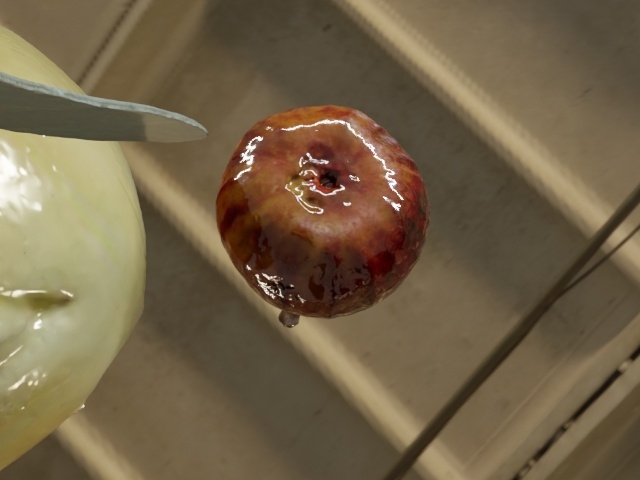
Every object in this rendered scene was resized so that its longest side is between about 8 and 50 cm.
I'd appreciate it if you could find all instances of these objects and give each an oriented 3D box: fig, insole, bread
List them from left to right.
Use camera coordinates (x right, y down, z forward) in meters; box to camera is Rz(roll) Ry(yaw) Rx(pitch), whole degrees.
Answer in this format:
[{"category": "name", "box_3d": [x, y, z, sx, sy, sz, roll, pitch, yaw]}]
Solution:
[{"category": "bread", "box_3d": [-0.288, 0.004, 0.914, 0.348, 0.376, 0.253, -32, -65, -6]}, {"category": "insole", "box_3d": [-0.087, -0.039, 0.430, 0.065, 0.197, 0.004, -1, -92, 20]}, {"category": "fig", "box_3d": [0.005, -0.002, 0.867, 0.128, 0.128, 0.150, -4, -58, 25]}]
